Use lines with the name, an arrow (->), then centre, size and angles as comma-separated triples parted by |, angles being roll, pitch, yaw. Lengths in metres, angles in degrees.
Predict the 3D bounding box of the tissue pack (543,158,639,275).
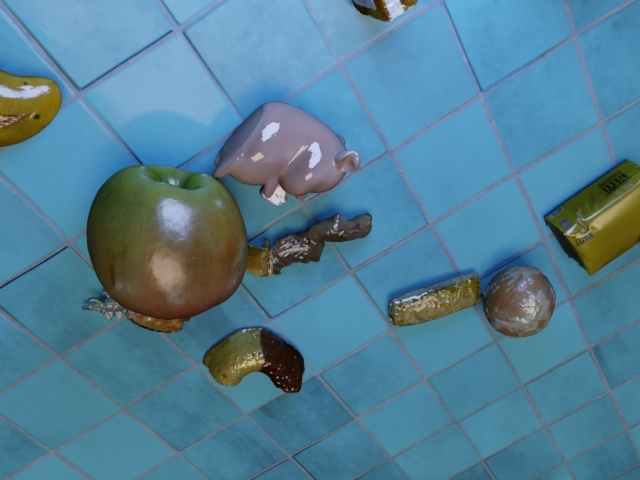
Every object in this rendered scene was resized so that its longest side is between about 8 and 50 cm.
tissue pack -> 0.768, -0.059, 1.647 | 0.271, 0.134, 0.192 | -38, 121, 10

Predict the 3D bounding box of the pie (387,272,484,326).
pie -> 0.327, 0.169, 1.724 | 0.282, 0.068, 0.129 | -17, 124, -7

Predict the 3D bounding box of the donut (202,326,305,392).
donut -> -0.156, 0.329, 1.681 | 0.294, 0.112, 0.151 | 10, 120, -20

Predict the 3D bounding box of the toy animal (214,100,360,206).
toy animal -> -0.071, -0.178, 1.341 | 0.256, 0.195, 0.213 | 27, 105, -22

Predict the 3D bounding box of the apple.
apple -> -0.319, -0.009, 1.320 | 0.338, 0.338, 0.305 | -2, 105, -12

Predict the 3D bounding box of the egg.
egg -> 0.545, 0.165, 1.699 | 0.194, 0.195, 0.233 | -13, 133, -5

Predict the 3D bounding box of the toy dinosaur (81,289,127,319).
toy dinosaur -> -0.484, 0.148, 1.537 | 0.208, 0.039, 0.082 | -16, 122, -6

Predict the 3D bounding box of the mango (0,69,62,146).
mango -> -0.662, -0.263, 1.199 | 0.294, 0.120, 0.177 | 3, 122, -15

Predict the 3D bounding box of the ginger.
ginger -> -0.002, 0.001, 1.533 | 0.290, 0.084, 0.122 | -22, 116, 0

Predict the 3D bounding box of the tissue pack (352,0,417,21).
tissue pack -> 0.085, -0.540, 1.167 | 0.092, 0.183, 0.226 | -30, 123, 1

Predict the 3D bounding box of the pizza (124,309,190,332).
pizza -> -0.374, 0.154, 1.545 | 0.195, 0.052, 0.185 | -42, 143, 16

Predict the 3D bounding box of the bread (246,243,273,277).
bread -> -0.175, 0.046, 1.507 | 0.132, 0.053, 0.074 | 9, 115, 30
